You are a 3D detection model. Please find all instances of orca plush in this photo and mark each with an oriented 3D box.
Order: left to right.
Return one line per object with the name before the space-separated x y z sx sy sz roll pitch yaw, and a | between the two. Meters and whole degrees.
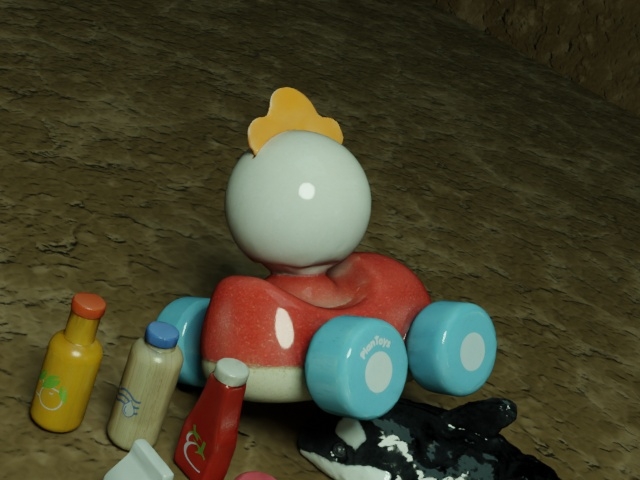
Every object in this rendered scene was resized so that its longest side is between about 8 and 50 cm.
orca plush | 0.128 0.176 0.896 0.287 0.102 0.151 30 25 21

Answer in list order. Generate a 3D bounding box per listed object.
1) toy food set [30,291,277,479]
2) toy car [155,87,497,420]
toy food set | -0.098 0.135 0.803 0.111 0.105 0.232 -3 32 -42
toy car | 0.000 0.000 0.921 0.210 0.238 0.219 -5 6 -44
